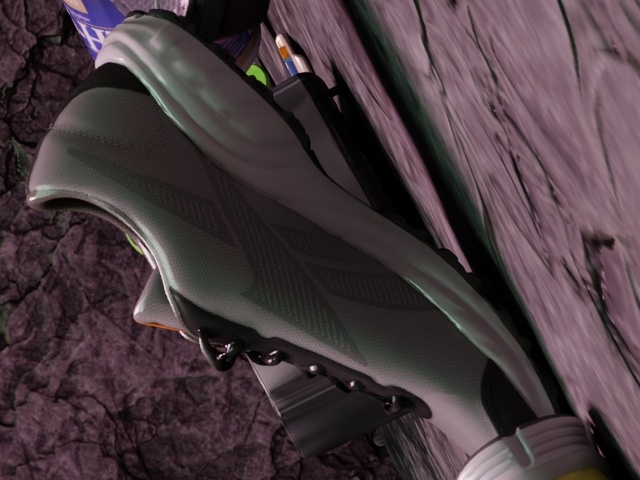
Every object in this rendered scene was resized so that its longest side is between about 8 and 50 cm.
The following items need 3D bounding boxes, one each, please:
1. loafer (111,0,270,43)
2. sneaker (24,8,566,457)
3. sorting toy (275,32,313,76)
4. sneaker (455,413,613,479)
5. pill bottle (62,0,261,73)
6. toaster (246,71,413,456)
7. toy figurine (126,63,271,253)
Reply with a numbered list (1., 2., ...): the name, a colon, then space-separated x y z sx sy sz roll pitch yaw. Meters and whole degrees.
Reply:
1. loafer: -0.088 -0.211 0.894 0.302 0.095 0.109 56 144 31
2. sneaker: -0.007 0.025 0.791 0.271 0.108 0.100 40 170 3
3. sorting toy: -0.005 -0.080 1.109 0.083 0.012 0.062 64 176 -22
4. sneaker: 0.108 0.166 0.744 0.094 0.081 0.208 56 173 45
5. pill bottle: -0.115 -0.179 1.168 0.112 0.112 0.186 60 176 42
6. toaster: -0.002 0.016 0.994 0.168 0.110 0.185 61 176 15
7. toy figurine: -0.047 -0.025 1.456 0.130 0.173 0.159 6 155 42
